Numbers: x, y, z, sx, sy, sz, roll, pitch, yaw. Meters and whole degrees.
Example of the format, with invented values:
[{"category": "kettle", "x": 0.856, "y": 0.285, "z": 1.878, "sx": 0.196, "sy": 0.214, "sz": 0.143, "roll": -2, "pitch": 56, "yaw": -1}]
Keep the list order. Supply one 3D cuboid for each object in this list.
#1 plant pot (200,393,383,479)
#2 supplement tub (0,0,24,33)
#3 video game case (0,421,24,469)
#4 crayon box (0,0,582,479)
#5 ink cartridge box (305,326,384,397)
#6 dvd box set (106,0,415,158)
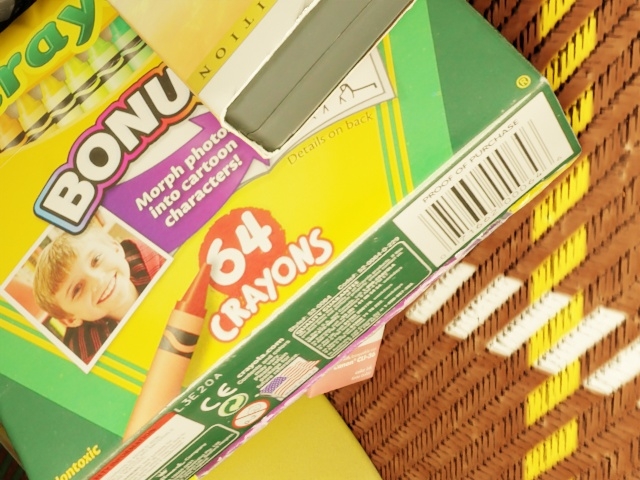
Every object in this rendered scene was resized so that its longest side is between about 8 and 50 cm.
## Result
[{"category": "plant pot", "x": -0.040, "y": 0.271, "z": 0.889, "sx": 0.187, "sy": 0.212, "sz": 0.212, "roll": 40, "pitch": 131, "yaw": 24}, {"category": "supplement tub", "x": -0.406, "y": -0.240, "z": 1.308, "sx": 0.117, "sy": 0.117, "sz": 0.190, "roll": 60, "pitch": 141, "yaw": 24}, {"category": "video game case", "x": -0.366, "y": 0.212, "z": 1.356, "sx": 0.227, "sy": 0.026, "sz": 0.206, "roll": 48, "pitch": 155, "yaw": 5}, {"category": "crayon box", "x": -0.079, "y": -0.056, "z": 0.736, "sx": 0.363, "sy": 0.106, "sz": 0.313, "roll": -41, "pitch": 59, "yaw": 5}, {"category": "ink cartridge box", "x": 0.000, "y": 0.000, "z": 0.854, "sx": 0.115, "sy": 0.067, "sz": 0.198, "roll": 42, "pitch": 133, "yaw": 40}, {"category": "dvd box set", "x": -0.054, "y": -0.284, "z": 0.711, "sx": 0.307, "sy": 0.062, "sz": 0.420, "roll": -48, "pitch": 53, "yaw": 8}]
